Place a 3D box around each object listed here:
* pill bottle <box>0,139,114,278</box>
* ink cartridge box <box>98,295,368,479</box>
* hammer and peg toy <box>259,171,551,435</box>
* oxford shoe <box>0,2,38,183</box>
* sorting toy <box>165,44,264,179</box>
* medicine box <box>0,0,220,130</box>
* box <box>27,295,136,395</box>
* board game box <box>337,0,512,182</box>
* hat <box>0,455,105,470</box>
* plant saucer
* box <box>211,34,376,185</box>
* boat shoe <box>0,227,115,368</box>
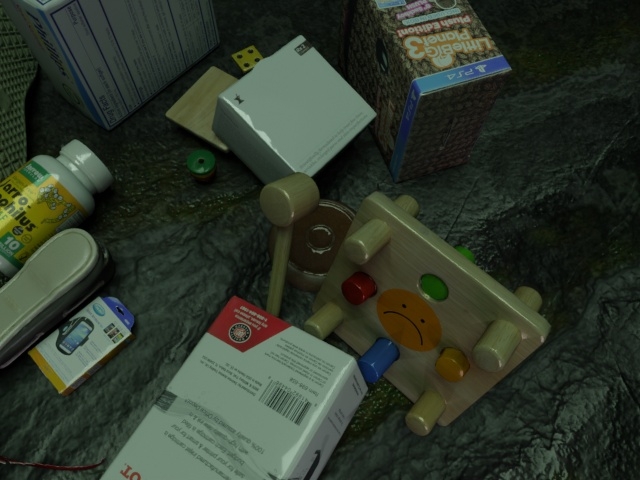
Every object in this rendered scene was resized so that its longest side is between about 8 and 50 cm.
[{"bbox_3d":[-0.422,-0.054,0.790,0.117,0.117,0.208,37,69,14],"label":"pill bottle"},{"bbox_3d":[-0.097,0.236,0.642,0.197,0.114,0.273,22,64,28],"label":"ink cartridge box"},{"bbox_3d":[0.076,0.068,0.690,0.361,0.266,0.127,39,48,16],"label":"hammer and peg toy"},{"bbox_3d":[-0.573,-0.266,0.870,0.130,0.169,0.449,-12,67,9],"label":"oxford shoe"},{"bbox_3d":[-0.169,-0.228,0.920,0.132,0.046,0.274,31,68,12],"label":"sorting toy"},{"bbox_3d":[-0.332,-0.382,0.867,0.149,0.263,0.289,38,69,15],"label":"medicine box"},{"bbox_3d":[-0.334,0.145,0.751,0.136,0.028,0.081,-41,72,-21],"label":"box"},{"bbox_3d":[0.147,-0.287,0.858,0.141,0.232,0.291,-18,66,-9],"label":"board game box"},{"bbox_3d":[-0.446,0.304,0.677,0.208,0.183,0.173,28,91,33],"label":"hat"},{"bbox_3d":[0.000,0.000,0.830,0.168,0.029,0.168,1,65,-3],"label":"plant saucer"},{"bbox_3d":[-0.045,-0.190,0.839,0.182,0.119,0.181,46,68,-1],"label":"box"},{"bbox_3d":[-0.436,0.118,0.736,0.335,0.095,0.112,-40,69,-13],"label":"boat shoe"}]
